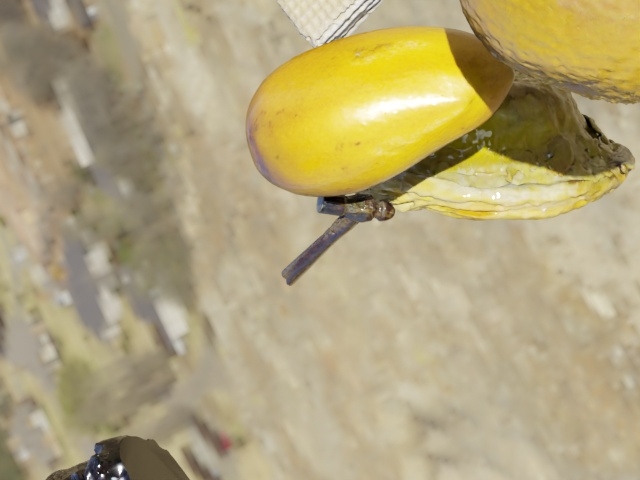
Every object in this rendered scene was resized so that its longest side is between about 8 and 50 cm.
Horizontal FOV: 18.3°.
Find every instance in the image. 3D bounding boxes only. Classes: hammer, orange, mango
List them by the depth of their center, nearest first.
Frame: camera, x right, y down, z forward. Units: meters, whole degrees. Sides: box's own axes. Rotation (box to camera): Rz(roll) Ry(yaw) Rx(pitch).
[{"bbox_3d":[0.191,-0.204,1.255,0.236,0.236,0.236,49,154,34],"label":"orange"},{"bbox_3d":[0.046,-0.102,1.517,0.145,0.219,0.112,-64,-45,-59],"label":"mango"},{"bbox_3d":[0.000,0.000,1.667,0.178,0.065,0.021,137,139,-59],"label":"hammer"}]

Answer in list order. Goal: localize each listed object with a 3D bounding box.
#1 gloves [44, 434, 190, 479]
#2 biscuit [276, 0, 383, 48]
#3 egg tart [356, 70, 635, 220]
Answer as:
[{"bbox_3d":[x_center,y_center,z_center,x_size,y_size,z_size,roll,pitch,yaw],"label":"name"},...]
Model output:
[{"bbox_3d":[-0.182,0.220,1.435,0.106,0.181,0.129,52,-166,-11],"label":"gloves"},{"bbox_3d":[-0.074,-0.409,2.130,0.144,0.078,0.426,-45,76,33],"label":"biscuit"},{"bbox_3d":[0.134,-0.101,1.769,0.295,0.295,0.116,25,117,58],"label":"egg tart"}]
